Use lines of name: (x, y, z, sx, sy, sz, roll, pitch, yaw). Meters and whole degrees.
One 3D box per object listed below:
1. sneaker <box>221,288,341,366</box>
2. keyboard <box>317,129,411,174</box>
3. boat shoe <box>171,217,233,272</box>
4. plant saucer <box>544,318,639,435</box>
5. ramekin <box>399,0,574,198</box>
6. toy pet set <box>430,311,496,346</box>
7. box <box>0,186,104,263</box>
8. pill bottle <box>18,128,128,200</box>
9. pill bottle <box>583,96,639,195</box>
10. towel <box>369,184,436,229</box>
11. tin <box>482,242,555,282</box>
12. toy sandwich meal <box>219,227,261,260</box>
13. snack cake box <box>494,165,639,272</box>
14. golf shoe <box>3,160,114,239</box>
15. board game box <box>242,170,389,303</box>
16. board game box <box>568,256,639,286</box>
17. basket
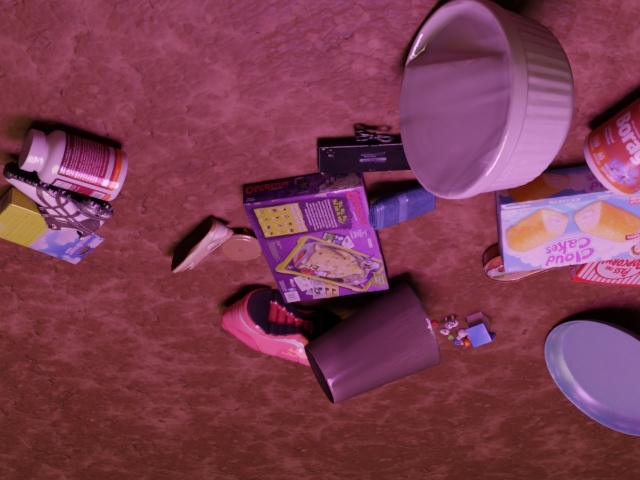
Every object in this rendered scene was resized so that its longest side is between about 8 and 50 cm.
sneaker: (-0.069, 0.190, 2.126, 0.314, 0.116, 0.136, 32, 145, -34)
keyboard: (0.085, -0.148, 1.684, 0.180, 0.023, 0.108, -4, 150, -2)
boat shoe: (-0.217, 0.015, 1.872, 0.048, 0.056, 0.153, 24, 130, -29)
plant saucer: (0.629, 0.285, 2.226, 0.318, 0.044, 0.317, 29, 143, 25)
ramekin: (0.230, -0.192, 1.429, 0.127, 0.272, 0.273, 0, 148, -28)
toy pet set: (0.310, 0.205, 2.197, 0.114, 0.065, 0.122, -23, 142, 27)
box: (-0.475, -0.024, 1.796, 0.178, 0.042, 0.109, 23, 139, -34)
pill bottle: (-0.385, -0.121, 1.620, 0.152, 0.086, 0.086, 17, 141, -29)
pill bottle: (0.523, -0.170, 1.604, 0.121, 0.121, 0.216, 20, 139, -31)
towel: (0.140, -0.061, 1.782, 0.119, 0.029, 0.067, -19, 144, -15)
tin: (0.397, 0.026, 1.964, 0.190, 0.040, 0.106, -21, 139, 24)
toy sandwich meal: (-0.142, 0.008, 1.892, 0.086, 0.029, 0.085, 0, 143, 0)
snack cake box: (0.436, -0.041, 1.782, 0.264, 0.089, 0.152, -8, 126, 5)
golf shoe: (-0.437, -0.058, 1.695, 0.198, 0.077, 0.094, 28, 110, -36)
board game box: (0.000, 0.000, 1.878, 0.208, 0.056, 0.347, -5, 147, 9)
board game box: (0.574, 0.015, 1.954, 0.147, 0.045, 0.193, 5, 146, -12)
basket: (0.097, 0.213, 2.031, 0.227, 0.154, 0.204, -27, 129, -10)
